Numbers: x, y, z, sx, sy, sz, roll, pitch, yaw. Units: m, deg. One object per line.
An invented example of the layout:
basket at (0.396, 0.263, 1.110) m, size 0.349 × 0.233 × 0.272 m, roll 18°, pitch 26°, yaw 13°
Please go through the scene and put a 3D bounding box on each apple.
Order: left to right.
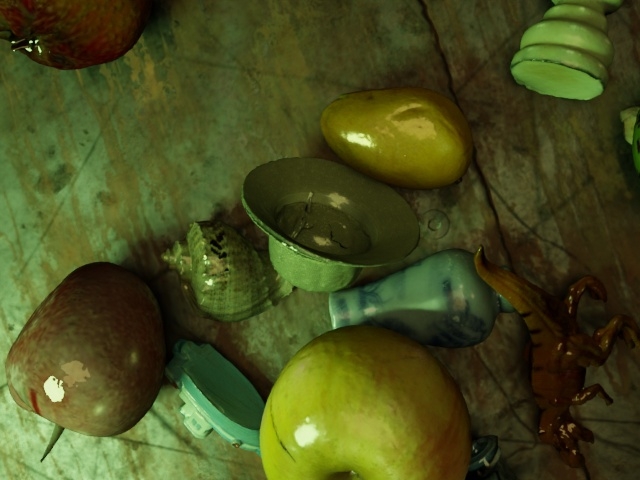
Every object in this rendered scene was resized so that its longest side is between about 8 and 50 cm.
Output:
apple at (0.056, 0.247, 0.867) m, size 0.286 × 0.233 × 0.285 m, roll 8°, pitch 118°, yaw 15°

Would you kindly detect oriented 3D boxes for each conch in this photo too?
conch at (-0.139, 0.053, 1.006) m, size 0.207 × 0.130 × 0.155 m, roll 12°, pitch 126°, yaw -18°

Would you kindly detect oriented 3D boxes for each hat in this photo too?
hat at (0.000, 0.000, 0.950) m, size 0.257 × 0.257 × 0.130 m, roll 22°, pitch 124°, yaw 4°

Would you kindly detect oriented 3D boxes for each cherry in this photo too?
cherry at (-0.322, 0.173, 0.937) m, size 0.213 × 0.236 × 0.285 m, roll 34°, pitch 56°, yaw -32°

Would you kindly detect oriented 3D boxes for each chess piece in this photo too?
chess piece at (0.372, -0.336, 0.945) m, size 0.133 × 0.133 × 0.243 m, roll 19°, pitch 87°, yaw 4°

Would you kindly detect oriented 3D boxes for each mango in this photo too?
mango at (0.111, -0.155, 0.969) m, size 0.228 × 0.109 × 0.147 m, roll 19°, pitch 116°, yaw 3°

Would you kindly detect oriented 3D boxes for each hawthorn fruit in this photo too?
hawthorn fruit at (-0.365, -0.424, 0.937) m, size 0.285 × 0.284 × 0.368 m, roll 6°, pitch 68°, yaw 4°

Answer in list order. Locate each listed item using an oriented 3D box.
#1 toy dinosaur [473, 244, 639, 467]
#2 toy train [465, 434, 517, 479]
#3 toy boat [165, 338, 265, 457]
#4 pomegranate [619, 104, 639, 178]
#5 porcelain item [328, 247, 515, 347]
toy dinosaur at (0.339, 0.125, 0.928) m, size 0.208 × 0.097 × 0.432 m, roll -33°, pitch 115°, yaw -16°
toy train at (0.193, 0.386, 0.874) m, size 0.202 × 0.300 × 0.131 m, roll -39°, pitch 90°, yaw 11°
toy boat at (-0.157, 0.248, 1.012) m, size 0.215 × 0.088 × 0.102 m, roll 43°, pitch 127°, yaw 2°
pomegranate at (0.527, -0.137, 0.882) m, size 0.254 × 0.271 × 0.254 m, roll -9°, pitch 106°, yaw -33°
porcelain item at (0.146, 0.090, 0.959) m, size 0.259 × 0.141 × 0.141 m, roll -10°, pitch 90°, yaw 13°
